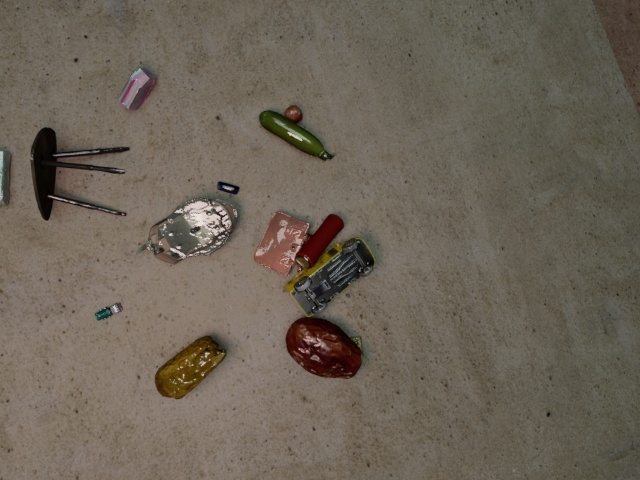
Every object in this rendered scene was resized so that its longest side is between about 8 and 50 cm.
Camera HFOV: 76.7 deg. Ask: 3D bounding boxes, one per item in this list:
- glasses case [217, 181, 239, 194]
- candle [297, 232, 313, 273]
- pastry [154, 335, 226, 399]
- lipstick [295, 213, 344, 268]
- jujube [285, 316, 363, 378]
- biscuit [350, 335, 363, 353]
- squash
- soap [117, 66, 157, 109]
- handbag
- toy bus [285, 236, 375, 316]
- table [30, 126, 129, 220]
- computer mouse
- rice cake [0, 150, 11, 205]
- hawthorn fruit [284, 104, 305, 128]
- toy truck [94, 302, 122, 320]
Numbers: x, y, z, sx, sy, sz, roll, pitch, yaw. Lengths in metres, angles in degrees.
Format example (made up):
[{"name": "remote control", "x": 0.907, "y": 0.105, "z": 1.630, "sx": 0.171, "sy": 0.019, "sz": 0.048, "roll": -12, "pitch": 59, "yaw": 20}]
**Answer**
[{"name": "glasses case", "x": -0.351, "y": -0.200, "z": 1.537, "sx": 0.083, "sy": 0.023, "sz": 0.034, "roll": 15, "pitch": 81, "yaw": -7}, {"name": "candle", "x": -0.062, "y": 0.051, "z": 1.559, "sx": 0.053, "sy": 0.048, "sz": 0.162, "roll": 13, "pitch": 81, "yaw": 22}, {"name": "pastry", "x": -0.444, "y": 0.424, "z": 1.369, "sx": 0.240, "sy": 0.235, "sz": 0.132, "roll": -42, "pitch": 89, "yaw": -19}, {"name": "lipstick", "x": 0.000, "y": 0.000, "z": 1.509, "sx": 0.080, "sy": 0.080, "sz": 0.241, "roll": 43, "pitch": 57, "yaw": -4}, {"name": "jujube", "x": 0.012, "y": 0.390, "z": 1.470, "sx": 0.290, "sy": 0.197, "sz": 0.197, "roll": 28, "pitch": 82, "yaw": -9}, {"name": "biscuit", "x": 0.124, "y": 0.417, "z": 1.568, "sx": 0.081, "sy": 0.018, "sz": 0.084, "roll": -9, "pitch": 88, "yaw": -10}, {"name": "squash", "x": -0.092, "y": -0.403, "z": 1.566, "sx": 0.331, "sy": 0.087, "sz": 0.087, "roll": 31, "pitch": 81, "yaw": -8}, {"name": "soap", "x": -0.662, "y": -0.555, "z": 1.475, "sx": 0.056, "sy": 0.100, "sz": 0.149, "roll": 36, "pitch": 106, "yaw": -10}, {"name": "handbag", "x": -0.140, "y": 0.011, "z": 1.519, "sx": 0.157, "sy": 0.059, "sz": 0.213, "roll": 23, "pitch": 82, "yaw": 10}, {"name": "toy bus", "x": 0.037, "y": 0.122, "z": 1.505, "sx": 0.330, "sy": 0.152, "sz": 0.144, "roll": -38, "pitch": 112, "yaw": -8}, {"name": "table", "x": -0.799, "y": -0.208, "z": 1.384, "sx": 0.248, "sy": 0.317, "sz": 0.318, "roll": 3, "pitch": 85, "yaw": -23}, {"name": "computer mouse", "x": -0.476, "y": -0.029, "z": 1.463, "sx": 0.388, "sy": 0.115, "sz": 0.200, "roll": -25, "pitch": 100, "yaw": 0}, {"name": "rice cake", "x": -1.114, "y": -0.218, "z": 1.395, "sx": 0.069, "sy": 0.063, "sz": 0.207, "roll": 3, "pitch": 86, "yaw": -11}, {"name": "hawthorn fruit", "x": -0.092, "y": -0.481, "z": 1.582, "sx": 0.103, "sy": 0.067, "sz": 0.067, "roll": 43, "pitch": 80, "yaw": -6}, {"name": "toy truck", "x": -0.748, "y": 0.252, "z": 1.427, "sx": 0.083, "sy": 0.044, "sz": 0.039, "roll": -24, "pitch": 93, "yaw": -10}]
